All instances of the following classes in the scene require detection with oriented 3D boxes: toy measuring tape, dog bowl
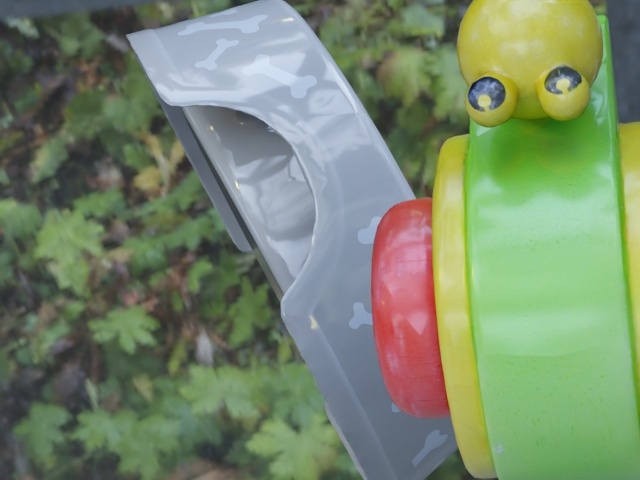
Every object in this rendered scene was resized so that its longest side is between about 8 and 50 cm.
[{"bbox_3d":[0.086,0.070,0.491,0.121,0.330,0.121,-9,34,6],"label":"toy measuring tape"},{"bbox_3d":[0.000,0.000,0.975,0.102,0.348,0.348,-29,48,-3],"label":"dog bowl"}]
